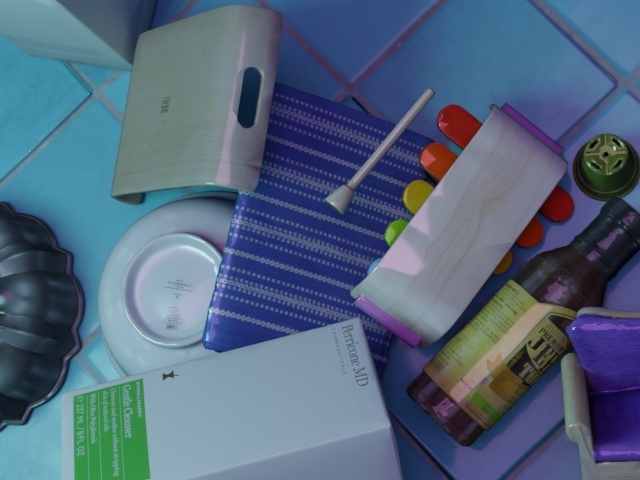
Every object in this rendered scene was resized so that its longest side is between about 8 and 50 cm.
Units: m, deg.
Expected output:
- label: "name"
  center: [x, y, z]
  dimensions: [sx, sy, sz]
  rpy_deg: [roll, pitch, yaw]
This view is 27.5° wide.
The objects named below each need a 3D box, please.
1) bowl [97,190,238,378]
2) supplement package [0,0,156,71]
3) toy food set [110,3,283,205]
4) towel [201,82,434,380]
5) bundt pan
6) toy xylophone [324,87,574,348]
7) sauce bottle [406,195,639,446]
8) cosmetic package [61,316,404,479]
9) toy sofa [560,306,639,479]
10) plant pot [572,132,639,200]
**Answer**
- label: "bowl"
  center: [-0.162, 0.070, 1.641]
  dimensions: [0.298, 0.134, 0.298]
  rpy_deg: [-3, 79, 13]
- label: "supplement package"
  center: [-0.340, -0.350, 1.674]
  dimensions: [0.177, 0.293, 0.175]
  rpy_deg: [11, 83, 14]
- label: "toy food set"
  center: [-0.154, -0.158, 1.630]
  dimensions: [0.306, 0.092, 0.220]
  rpy_deg: [-3, 75, 54]
- label: "towel"
  center: [0.000, 0.000, 1.601]
  dimensions: [0.243, 0.040, 0.336]
  rpy_deg: [17, 81, -24]
- label: "bundt pan"
  center: [-0.484, 0.096, 1.715]
  dimensions: [0.331, 0.124, 0.331]
  rpy_deg: [-2, 80, 12]
- label: "toy xylophone"
  center: [0.152, -0.042, 1.575]
  dimensions: [0.322, 0.081, 0.236]
  rpy_deg: [-44, 92, -8]
- label: "sauce bottle"
  center: [0.254, 0.091, 1.553]
  dimensions: [0.111, 0.111, 0.344]
  rpy_deg: [44, 93, 16]
- label: "cosmetic package"
  center: [-0.098, 0.242, 1.494]
  dimensions: [0.365, 0.155, 0.197]
  rpy_deg: [-16, 37, -1]
- label: "toy sofa"
  center: [0.451, 0.170, 1.438]
  dimensions: [0.362, 0.150, 0.177]
  rpy_deg: [-6, 118, 11]
- label: "plant pot"
  center: [0.346, -0.096, 1.583]
  dimensions: [0.083, 0.079, 0.083]
  rpy_deg: [-3, 79, 13]
